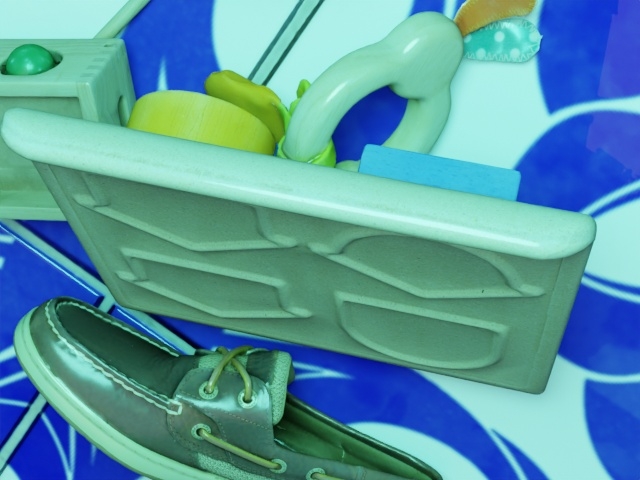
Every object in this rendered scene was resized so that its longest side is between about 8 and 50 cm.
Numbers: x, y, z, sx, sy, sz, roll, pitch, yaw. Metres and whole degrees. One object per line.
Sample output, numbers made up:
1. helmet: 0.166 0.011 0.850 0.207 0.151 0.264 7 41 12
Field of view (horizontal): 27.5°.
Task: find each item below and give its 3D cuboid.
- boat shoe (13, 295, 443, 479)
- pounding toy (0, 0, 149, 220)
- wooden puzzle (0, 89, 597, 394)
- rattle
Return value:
1. boat shoe: -0.061 0.126 0.981 0.342 0.123 0.123 34 108 -7
2. pounding toy: -0.181 -0.099 0.932 0.130 0.100 0.141 2 123 13
3. wooden puzzle: 0.000 0.000 0.831 0.322 0.348 0.081 12 73 9
4. rattle: 0.037 -0.125 0.895 0.130 0.143 0.200 31 103 -36
